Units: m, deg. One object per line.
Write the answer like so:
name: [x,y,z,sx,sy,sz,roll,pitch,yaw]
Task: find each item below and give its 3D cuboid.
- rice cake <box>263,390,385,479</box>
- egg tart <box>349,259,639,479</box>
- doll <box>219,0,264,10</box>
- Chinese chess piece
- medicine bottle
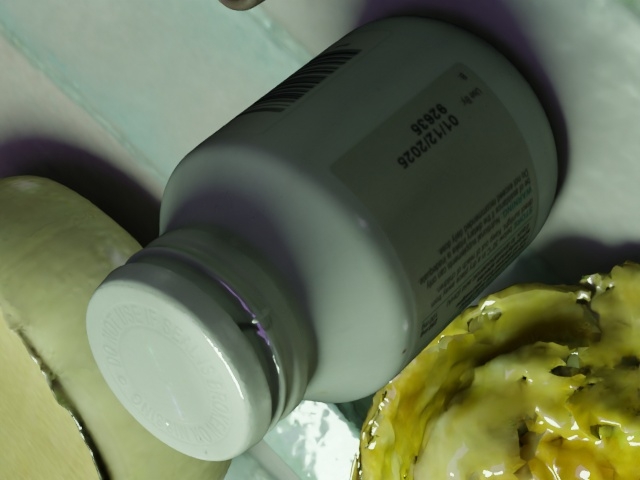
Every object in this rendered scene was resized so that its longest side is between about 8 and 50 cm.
rice cake: [0.067,0.161,0.966,0.336,0.063,0.066,46,125,7]
egg tart: [0.135,0.154,0.806,0.297,0.132,0.297,8,111,22]
doll: [-0.054,-0.221,0.716,0.182,0.117,0.257,11,128,41]
Chinese chess piece: [-0.163,0.080,1.072,0.250,0.103,0.249,35,146,29]
medicine bottle: [0.000,0.000,0.770,0.135,0.215,0.135,27,137,27]
